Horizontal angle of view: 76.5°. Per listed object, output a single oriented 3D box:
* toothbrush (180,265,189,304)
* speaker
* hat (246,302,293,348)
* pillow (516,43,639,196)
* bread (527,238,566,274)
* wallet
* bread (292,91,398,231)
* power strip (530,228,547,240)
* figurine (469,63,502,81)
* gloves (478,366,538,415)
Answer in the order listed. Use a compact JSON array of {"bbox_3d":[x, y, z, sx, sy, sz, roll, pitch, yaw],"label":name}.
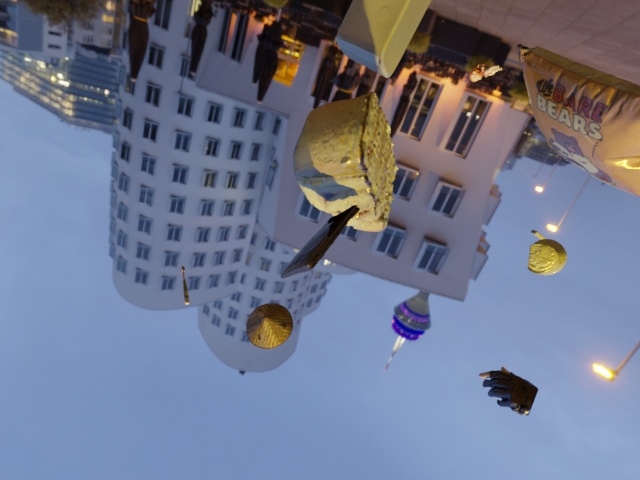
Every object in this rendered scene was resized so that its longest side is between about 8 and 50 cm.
[{"bbox_3d":[-0.549,0.178,1.643,0.018,0.024,0.257,5,-153,-25],"label":"toothbrush"},{"bbox_3d":[0.227,-0.764,1.311,0.184,0.406,0.183,31,-171,17],"label":"speaker"},{"bbox_3d":[-0.157,0.239,1.198,0.145,0.067,0.146,-3,-122,5],"label":"hat"},{"bbox_3d":[0.535,-0.226,0.797,0.312,0.119,0.310,38,-162,-42],"label":"pillow"},{"bbox_3d":[0.788,0.060,1.419,0.111,0.129,0.114,3,-175,44],"label":"bread"},{"bbox_3d":[0.000,-0.001,0.989,0.025,0.124,0.244,50,-130,-13],"label":"wallet"},{"bbox_3d":[0.054,-0.216,1.120,0.263,0.240,0.395,9,157,25],"label":"bread"},{"bbox_3d":[0.859,-0.010,1.581,0.090,0.016,0.040,38,-169,-6],"label":"power strip"},{"bbox_3d":[0.526,-0.540,1.295,0.064,0.047,0.109,10,180,-32],"label":"figurine"},{"bbox_3d":[0.619,0.491,1.360,0.180,0.129,0.106,21,166,31],"label":"gloves"}]
